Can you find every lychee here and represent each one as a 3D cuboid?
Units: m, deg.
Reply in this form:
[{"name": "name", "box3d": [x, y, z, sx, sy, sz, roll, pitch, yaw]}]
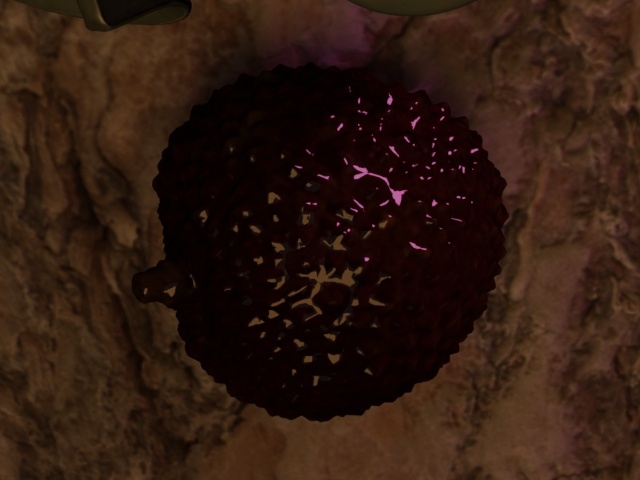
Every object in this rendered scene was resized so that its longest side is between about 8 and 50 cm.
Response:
[{"name": "lychee", "box3d": [0.000, 0.000, 1.076, 0.304, 0.276, 0.276, -13, 126, -24]}]

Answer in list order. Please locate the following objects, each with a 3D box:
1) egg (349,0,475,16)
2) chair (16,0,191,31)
[{"name": "egg", "box3d": [0.071, -0.322, 0.887, 0.230, 0.230, 0.371, 5, 117, -5]}, {"name": "chair", "box3d": [-0.203, -0.236, 0.938, 0.203, 0.190, 0.275, 11, 125, 23]}]
